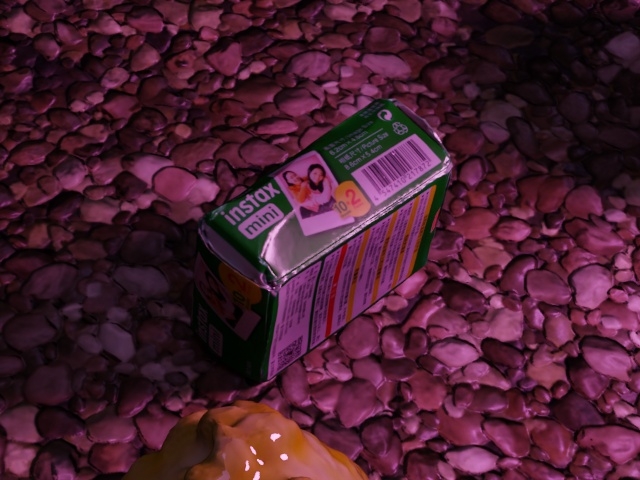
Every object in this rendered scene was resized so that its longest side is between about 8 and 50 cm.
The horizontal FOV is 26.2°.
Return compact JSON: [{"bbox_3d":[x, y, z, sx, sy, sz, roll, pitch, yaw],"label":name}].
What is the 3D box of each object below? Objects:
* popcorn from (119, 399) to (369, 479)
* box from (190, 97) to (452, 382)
[{"bbox_3d":[-0.062,0.252,0.983,0.250,0.242,0.235,-42,24,6],"label":"popcorn"},{"bbox_3d":[0.000,0.000,1.233,0.250,0.180,0.103,-33,63,-29],"label":"box"}]
